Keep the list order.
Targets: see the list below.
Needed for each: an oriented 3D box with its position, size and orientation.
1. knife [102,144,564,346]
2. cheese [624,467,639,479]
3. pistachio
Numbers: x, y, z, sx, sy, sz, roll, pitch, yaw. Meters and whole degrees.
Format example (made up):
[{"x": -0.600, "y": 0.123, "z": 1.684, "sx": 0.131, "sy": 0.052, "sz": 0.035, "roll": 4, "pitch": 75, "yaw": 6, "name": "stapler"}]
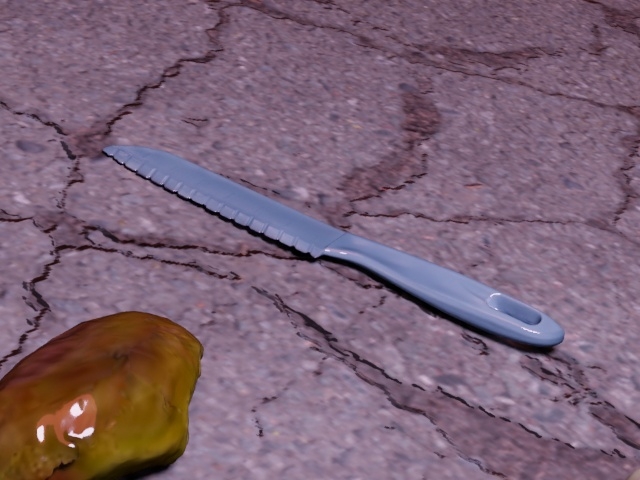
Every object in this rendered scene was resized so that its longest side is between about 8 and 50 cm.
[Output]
[{"x": 0.000, "y": 0.000, "z": 0.897, "sx": 0.313, "sy": 0.019, "sz": 0.044, "roll": 24, "pitch": 32, "yaw": 21, "name": "knife"}, {"x": 0.201, "y": 0.166, "z": 0.659, "sx": 0.065, "sy": 0.043, "sz": 0.194, "roll": 2, "pitch": 28, "yaw": -33, "name": "cheese"}, {"x": -0.097, "y": 0.067, "z": 0.686, "sx": 0.089, "sy": 0.049, "sz": 0.173, "roll": 23, "pitch": 29, "yaw": 13, "name": "pistachio"}]
